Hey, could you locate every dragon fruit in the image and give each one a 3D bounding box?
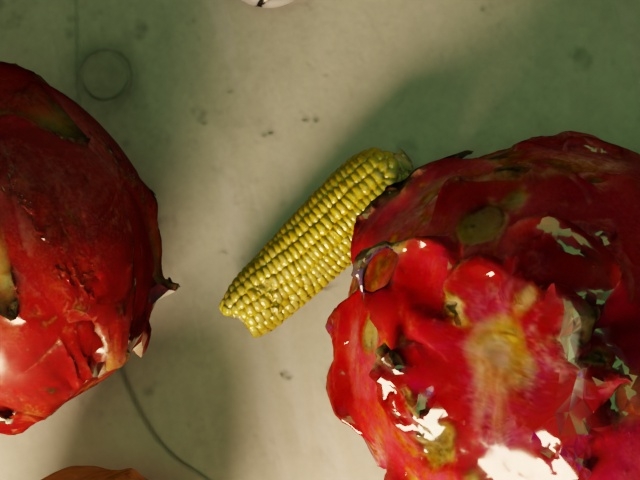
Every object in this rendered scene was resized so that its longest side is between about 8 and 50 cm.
[{"bbox_3d":[0.182,0.108,1.542,0.371,0.249,0.386,7,95,8],"label":"dragon fruit"},{"bbox_3d":[-0.280,0.009,1.589,0.296,0.295,0.301,-38,96,3],"label":"dragon fruit"}]

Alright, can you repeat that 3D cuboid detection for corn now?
[{"bbox_3d":[0.000,0.000,1.660,0.206,0.067,0.067,-45,82,2],"label":"corn"}]

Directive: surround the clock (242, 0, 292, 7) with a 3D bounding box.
[{"bbox_3d":[-0.048,-0.289,1.681,0.117,0.080,0.176,-27,82,3],"label":"clock"}]

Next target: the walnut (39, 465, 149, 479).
[{"bbox_3d":[-0.188,0.296,1.609,0.193,0.193,0.225,12,78,7],"label":"walnut"}]
